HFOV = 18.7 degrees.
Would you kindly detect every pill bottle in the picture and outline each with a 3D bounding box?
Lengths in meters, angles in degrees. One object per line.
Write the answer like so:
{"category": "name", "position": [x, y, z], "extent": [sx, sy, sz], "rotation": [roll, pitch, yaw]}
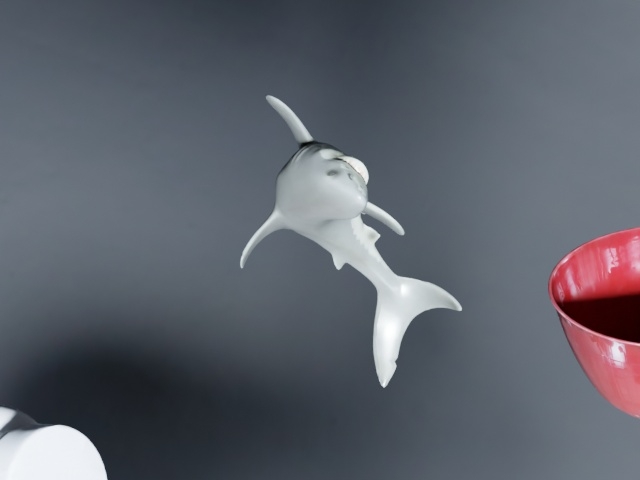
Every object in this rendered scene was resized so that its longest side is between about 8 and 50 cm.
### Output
{"category": "pill bottle", "position": [-0.311, 0.213, 1.619], "extent": [0.272, 0.152, 0.152], "rotation": [-5, 36, 39]}

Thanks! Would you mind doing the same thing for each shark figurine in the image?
{"category": "shark figurine", "position": [-0.004, 0.000, 1.528], "extent": [0.116, 0.278, 0.166], "rotation": [-43, 59, -7]}

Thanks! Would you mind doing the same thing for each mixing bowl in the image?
{"category": "mixing bowl", "position": [0.259, 0.071, 1.425], "extent": [0.181, 0.098, 0.181], "rotation": [-4, 28, 2]}
